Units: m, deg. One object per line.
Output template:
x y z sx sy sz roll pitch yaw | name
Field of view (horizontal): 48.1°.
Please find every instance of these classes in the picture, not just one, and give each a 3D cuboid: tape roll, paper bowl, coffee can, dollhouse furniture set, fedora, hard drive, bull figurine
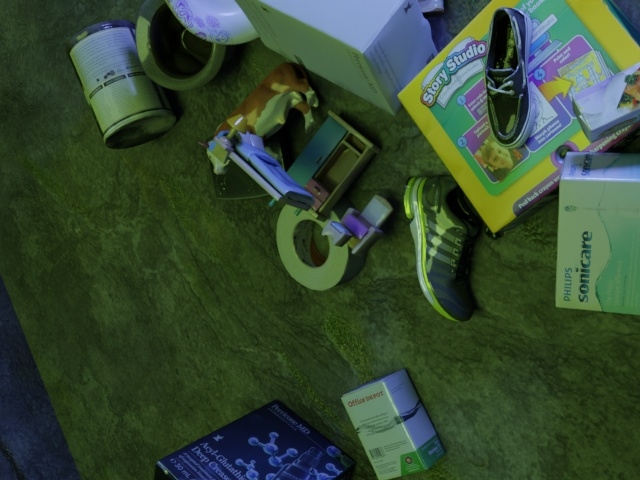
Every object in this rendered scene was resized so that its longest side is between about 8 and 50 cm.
0.000 0.000 1.630 0.219 0.072 0.219 14 111 40 | tape roll
-0.204 -0.573 1.519 0.148 0.284 0.285 -126 44 -51 | paper bowl
-0.528 -0.410 1.903 0.201 0.201 0.276 -30 82 43 | coffee can
-0.011 -0.147 1.400 0.286 0.303 0.198 43 102 25 | dollhouse furniture set
-0.306 -0.488 1.732 0.275 0.124 0.244 -3 102 36 | fedora
-0.169 -0.191 1.740 0.254 0.054 0.172 -4 99 42 | hard drive
-0.132 -0.255 1.585 0.310 0.101 0.188 -50 56 9 | bull figurine

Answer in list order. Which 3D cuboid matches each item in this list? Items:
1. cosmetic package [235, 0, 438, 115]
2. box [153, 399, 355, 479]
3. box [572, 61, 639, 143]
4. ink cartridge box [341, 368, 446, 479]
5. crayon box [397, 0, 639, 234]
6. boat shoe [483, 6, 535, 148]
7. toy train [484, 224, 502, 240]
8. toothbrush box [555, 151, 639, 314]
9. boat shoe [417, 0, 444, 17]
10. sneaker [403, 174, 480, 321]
0.020 -0.419 1.366 0.385 0.217 0.156 37 86 33 | cosmetic package
-0.161 0.610 1.727 0.293 0.395 0.212 30 120 32 | box
0.512 -0.239 0.990 0.323 0.067 0.063 -25 74 14 | box
0.159 0.408 1.591 0.153 0.086 0.209 -31 81 43 | ink cartridge box
0.353 -0.242 1.199 0.363 0.106 0.313 -42 72 34 | crayon box
0.290 -0.254 1.132 0.077 0.070 0.220 3 99 37 | boat shoe
0.341 -0.074 1.331 0.036 0.027 0.158 40 126 40 | toy train
0.503 -0.008 1.052 0.295 0.126 0.217 3 116 22 | toothbrush box
0.177 -0.447 1.362 0.135 0.050 0.045 9 96 38 | boat shoe
0.251 0.012 1.385 0.121 0.111 0.300 -12 95 39 | sneaker
